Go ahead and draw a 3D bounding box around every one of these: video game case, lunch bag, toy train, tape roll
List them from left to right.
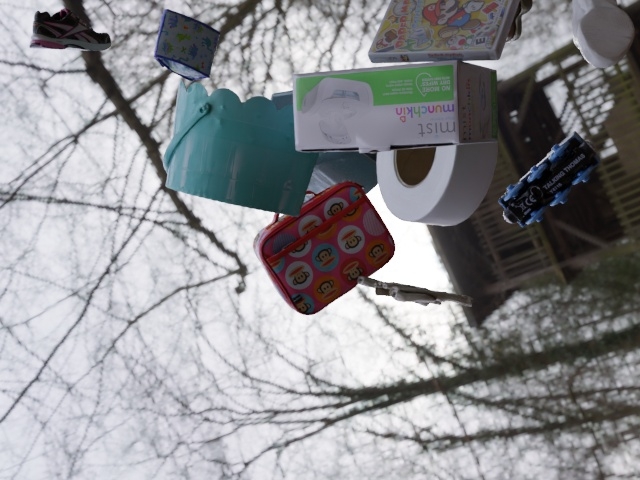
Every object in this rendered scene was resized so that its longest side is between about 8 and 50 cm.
[{"bbox_3d":[-0.337,-0.478,2.151,0.151,0.096,0.129,21,-105,-47],"label":"lunch bag"},{"bbox_3d":[0.000,0.000,2.007,0.258,0.293,0.120,58,170,-12],"label":"lunch bag"},{"bbox_3d":[0.226,-0.173,1.740,0.100,0.286,0.286,6,-121,-27],"label":"tape roll"},{"bbox_3d":[0.200,-0.360,1.338,0.026,0.206,0.227,56,-132,-47],"label":"video game case"},{"bbox_3d":[0.376,-0.098,1.441,0.080,0.184,0.105,47,-158,3],"label":"toy train"}]

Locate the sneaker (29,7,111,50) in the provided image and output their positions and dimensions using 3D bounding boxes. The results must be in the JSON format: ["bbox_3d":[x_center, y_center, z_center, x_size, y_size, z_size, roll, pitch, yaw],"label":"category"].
[{"bbox_3d":[-0.469,-0.400,1.664,0.178,0.072,0.077,-17,-68,-59],"label":"sneaker"}]

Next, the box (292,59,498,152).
[{"bbox_3d":[0.121,-0.201,1.364,0.231,0.262,0.127,-14,-77,-63],"label":"box"}]

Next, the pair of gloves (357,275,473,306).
[{"bbox_3d":[0.196,0.116,1.877,0.204,0.240,0.042,11,-92,-14],"label":"pair of gloves"}]

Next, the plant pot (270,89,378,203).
[{"bbox_3d":[0.035,-0.236,2.168,0.248,0.252,0.247,30,-121,-44],"label":"plant pot"}]

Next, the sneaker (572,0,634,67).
[{"bbox_3d":[0.408,-0.302,1.299,0.212,0.080,0.094,-78,-4,-45],"label":"sneaker"}]

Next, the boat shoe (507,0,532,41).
[{"bbox_3d":[0.387,-0.506,1.938,0.307,0.104,0.110,43,-151,-81],"label":"boat shoe"}]

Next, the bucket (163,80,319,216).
[{"bbox_3d":[-0.133,-0.156,1.516,0.281,0.281,0.183,8,-83,-57],"label":"bucket"}]
